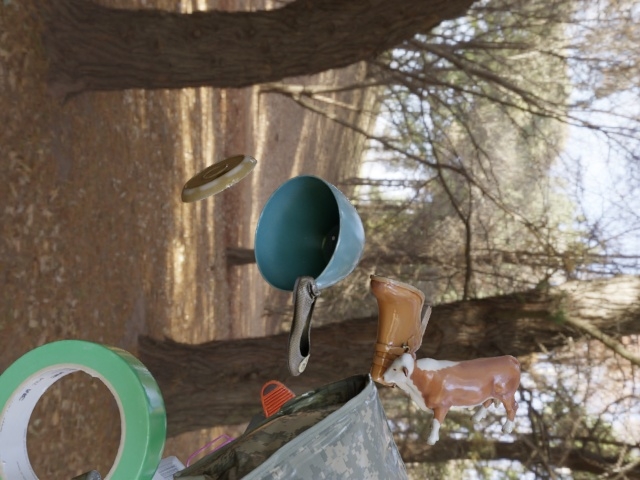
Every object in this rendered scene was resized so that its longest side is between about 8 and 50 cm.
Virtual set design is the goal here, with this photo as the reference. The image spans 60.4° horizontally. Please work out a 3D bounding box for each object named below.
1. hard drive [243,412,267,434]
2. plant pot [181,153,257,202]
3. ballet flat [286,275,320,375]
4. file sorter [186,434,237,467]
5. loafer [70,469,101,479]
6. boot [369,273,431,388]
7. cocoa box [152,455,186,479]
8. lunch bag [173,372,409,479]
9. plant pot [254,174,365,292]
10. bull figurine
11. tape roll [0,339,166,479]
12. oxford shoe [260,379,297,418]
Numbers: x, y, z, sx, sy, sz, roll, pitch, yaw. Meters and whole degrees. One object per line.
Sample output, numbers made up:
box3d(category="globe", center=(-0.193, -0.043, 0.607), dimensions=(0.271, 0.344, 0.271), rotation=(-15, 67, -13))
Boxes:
box3d(category="hard drive", center=(-0.171, 0.577, 1.656), dimensions=(0.022, 0.135, 0.094), rotation=(53, 53, -29))
box3d(category="plant pot", center=(-0.286, -0.179, 1.518), dimensions=(0.236, 0.236, 0.032), rotation=(-99, 164, -65))
box3d(category="ballet flat", center=(-0.036, 0.199, 1.254), dimensions=(0.084, 0.058, 0.249), rotation=(-45, 143, -71))
box3d(category="file sorter", center=(-0.291, 0.793, 1.862), dimensions=(0.291, 0.202, 0.182), rotation=(-11, -79, 47))
box3d(category="loafer", center=(-0.711, 0.816, 1.624), dimensions=(0.094, 0.087, 0.251), rotation=(76, 11, -62))
box3d(category="boot", center=(0.151, 0.210, 1.251), dimensions=(0.220, 0.109, 0.283), rotation=(-63, 149, -13))
box3d(category="cocoa box", center=(-0.343, 0.704, 1.218), dimensions=(0.231, 0.347, 0.228), rotation=(5, 112, -59))
box3d(category="lunch bag", center=(0.000, 0.330, 0.692), dimensions=(0.169, 0.287, 0.235), rotation=(-22, -92, 48))
box3d(category="plant pot", center=(0.000, 0.000, 1.396), dimensions=(0.290, 0.195, 0.290), rotation=(-13, -111, 39))
box3d(category="bull figurine", center=(0.293, 0.331, 1.202), dimensions=(0.101, 0.310, 0.188), rotation=(-119, -153, -77))
box3d(category="tape roll", center=(-0.437, 0.338, 0.965), dimensions=(0.077, 0.321, 0.321), rotation=(59, 29, -74))
box3d(category="oxford shoe", center=(-0.055, 0.450, 1.367), dimensions=(0.271, 0.097, 0.098), rotation=(56, 7, -9))
